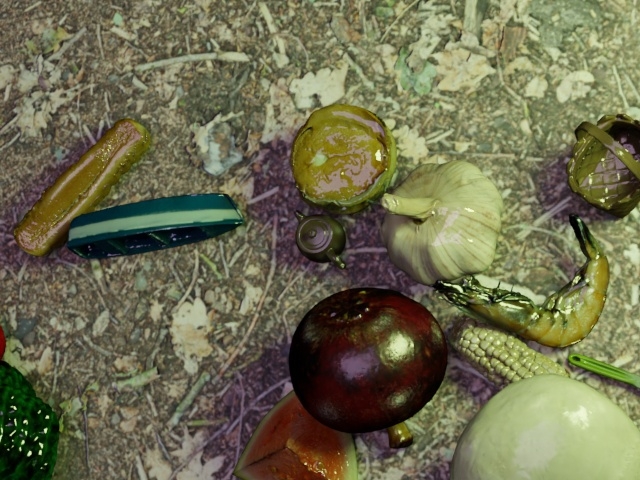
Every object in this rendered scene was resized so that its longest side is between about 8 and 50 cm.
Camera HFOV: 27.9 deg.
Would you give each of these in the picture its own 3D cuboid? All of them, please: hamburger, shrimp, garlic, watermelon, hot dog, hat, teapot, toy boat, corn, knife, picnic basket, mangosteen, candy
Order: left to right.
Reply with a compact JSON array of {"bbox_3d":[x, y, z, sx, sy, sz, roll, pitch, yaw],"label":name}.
[{"bbox_3d":[-0.550,0.253,2.069,0.242,0.274,0.332,-23,49,24],"label":"hat"},{"bbox_3d":[-0.398,-0.090,2.156,0.083,0.068,0.289,45,91,-4],"label":"hot dog"},{"bbox_3d":[-0.266,-0.027,2.089,0.299,0.096,0.061,-9,69,14],"label":"toy boat"},{"bbox_3d":[-0.018,0.326,1.950,0.145,0.137,0.193,38,93,-15],"label":"watermelon"},{"bbox_3d":[0.000,0.000,2.008,0.076,0.068,0.121,-40,71,7],"label":"teapot"},{"bbox_3d":[0.040,-0.119,2.002,0.177,0.113,0.185,-43,79,1],"label":"hamburger"},{"bbox_3d":[0.080,0.199,1.895,0.235,0.235,0.261,-14,120,15],"label":"mangosteen"},{"bbox_3d":[0.146,-0.041,1.881,0.199,0.226,0.199,-13,68,35],"label":"garlic"},{"bbox_3d":[0.271,0.176,1.882,0.211,0.087,0.087,38,93,19],"label":"corn"},{"bbox_3d":[0.297,0.042,1.859,0.262,0.051,0.198,17,95,-9],"label":"shrimp"},{"bbox_3d":[0.313,0.331,1.764,0.295,0.185,0.295,4,112,10],"label":"candy"},{"bbox_3d":[0.417,-0.113,1.835,0.128,0.178,0.138,39,93,20],"label":"picnic basket"},{"bbox_3d":[0.445,0.200,1.855,0.184,0.026,0.022,19,47,22],"label":"knife"}]
